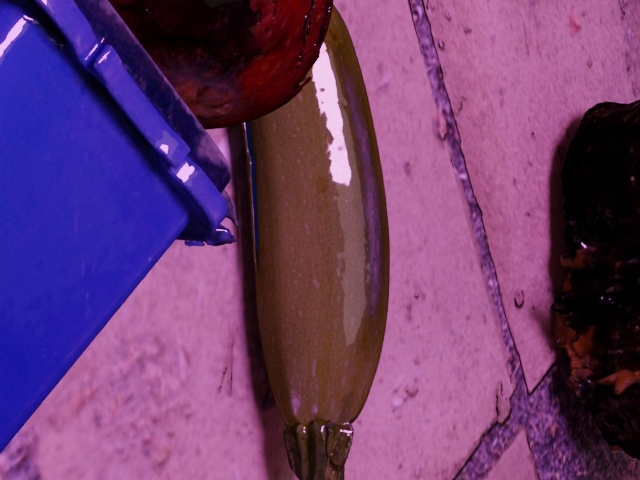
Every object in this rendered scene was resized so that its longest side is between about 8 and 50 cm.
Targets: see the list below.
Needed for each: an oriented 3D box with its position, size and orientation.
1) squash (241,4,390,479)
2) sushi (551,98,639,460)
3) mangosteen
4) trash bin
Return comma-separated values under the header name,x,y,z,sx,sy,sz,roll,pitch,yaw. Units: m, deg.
name,x,y,z,sx,sy,sz,roll,pitch,yaw
squash,0.000,0.000,0.781,0.094,0.094,0.341,-8,93,-53
sushi,0.306,0.036,1.100,0.234,0.207,0.349,-6,88,-41
mangosteen,-0.075,-0.149,0.641,0.166,0.166,0.180,27,42,-49
trash bin,-0.162,0.010,0.511,0.184,0.162,0.235,54,54,-37
